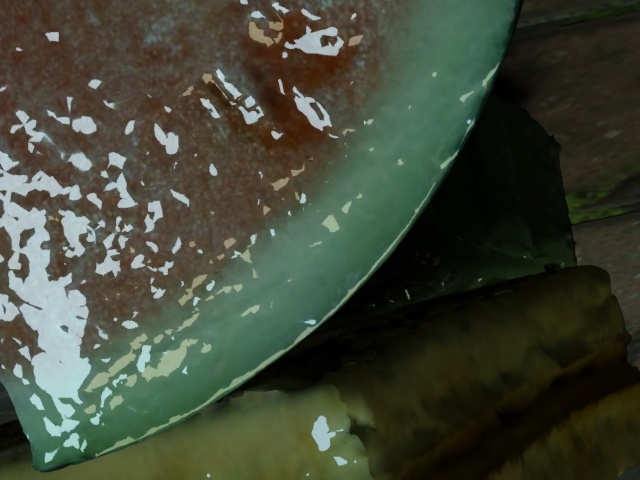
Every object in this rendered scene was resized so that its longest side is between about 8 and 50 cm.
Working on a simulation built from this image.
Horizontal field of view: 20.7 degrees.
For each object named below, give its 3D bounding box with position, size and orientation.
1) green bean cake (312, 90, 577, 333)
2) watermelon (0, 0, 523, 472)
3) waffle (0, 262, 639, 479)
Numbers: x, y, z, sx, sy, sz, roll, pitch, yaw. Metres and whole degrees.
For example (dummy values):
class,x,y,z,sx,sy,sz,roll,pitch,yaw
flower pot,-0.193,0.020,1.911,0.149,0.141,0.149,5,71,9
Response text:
class,x,y,z,sx,sy,sz,roll,pitch,yaw
green bean cake,0.000,0.000,0.953,0.222,0.125,0.227,11,150,-40
watermelon,-0.051,-0.082,0.613,0.292,0.250,0.283,4,145,-37
waffle,-0.055,0.118,0.808,0.376,0.114,0.261,-18,178,33
